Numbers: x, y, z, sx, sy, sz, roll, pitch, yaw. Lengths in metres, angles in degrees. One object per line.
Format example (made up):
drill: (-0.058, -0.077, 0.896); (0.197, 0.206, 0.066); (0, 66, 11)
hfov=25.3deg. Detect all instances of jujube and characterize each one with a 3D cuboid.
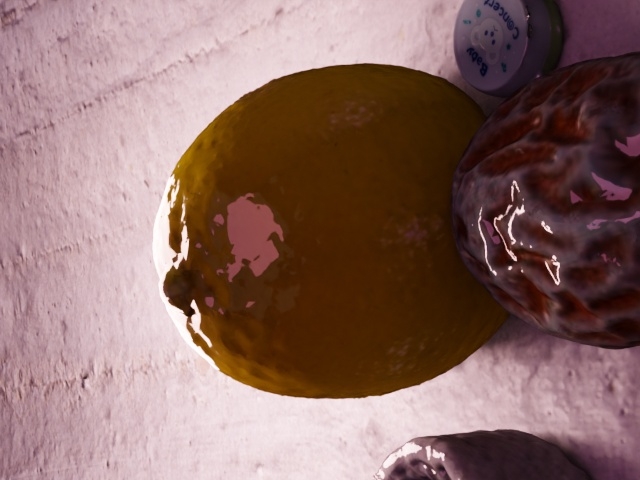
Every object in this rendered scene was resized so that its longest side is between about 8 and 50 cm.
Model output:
jujube: (0.241, -0.032, 1.177); (0.308, 0.215, 0.246); (-21, 75, 53)

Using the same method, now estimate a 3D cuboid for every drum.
drum: (0.214, -0.231, 1.338); (0.253, 0.049, 0.130); (-46, 56, 44)

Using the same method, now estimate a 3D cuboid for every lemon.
lemon: (0.000, 0.000, 1.397); (0.364, 0.364, 0.364); (4, 95, 53)

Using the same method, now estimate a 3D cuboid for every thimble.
thimble: (0.152, 0.303, 1.366); (0.217, 0.157, 0.245); (22, 108, 53)
